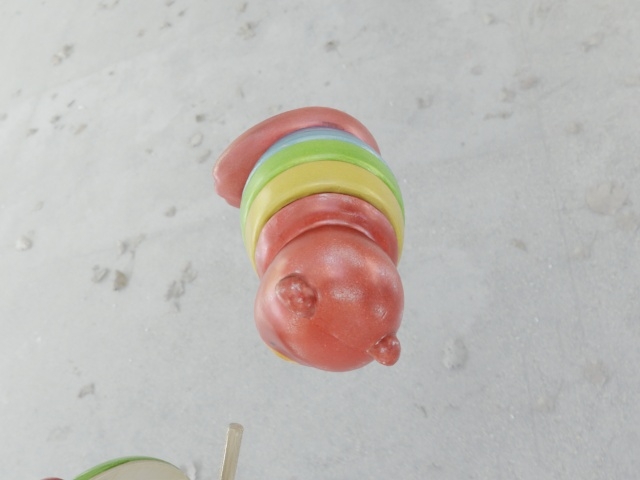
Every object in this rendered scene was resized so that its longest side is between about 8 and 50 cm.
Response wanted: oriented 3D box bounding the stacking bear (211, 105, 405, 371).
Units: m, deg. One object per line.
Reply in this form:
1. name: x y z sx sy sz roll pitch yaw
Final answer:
1. stacking bear: 0.000 0.000 0.541 0.164 0.175 0.289 -43 24 19

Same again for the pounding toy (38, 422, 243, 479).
1. pounding toy: -0.192 0.273 0.576 0.110 0.237 0.183 6 98 41
